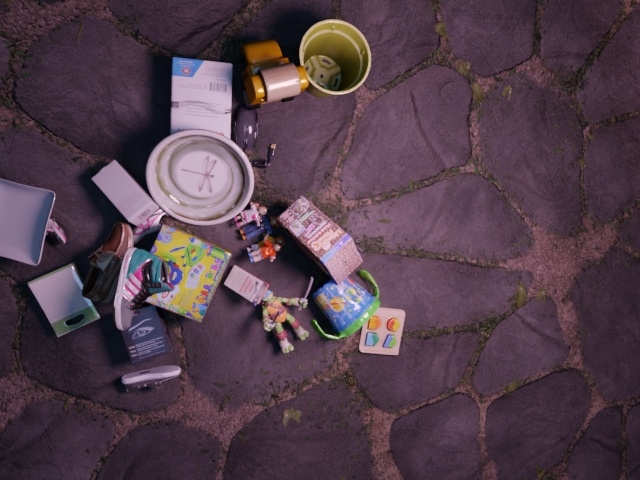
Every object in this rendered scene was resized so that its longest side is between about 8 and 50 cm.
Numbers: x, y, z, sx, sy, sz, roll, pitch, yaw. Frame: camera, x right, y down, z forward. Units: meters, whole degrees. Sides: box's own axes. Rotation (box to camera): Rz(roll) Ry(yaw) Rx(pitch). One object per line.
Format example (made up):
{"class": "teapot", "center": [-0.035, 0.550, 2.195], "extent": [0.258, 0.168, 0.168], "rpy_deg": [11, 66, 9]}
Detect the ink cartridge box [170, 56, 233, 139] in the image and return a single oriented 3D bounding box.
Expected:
{"class": "ink cartridge box", "center": [-0.462, -0.530, 1.764], "extent": [0.223, 0.129, 0.307], "rpy_deg": [2, 92, -13]}

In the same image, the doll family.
{"class": "doll family", "center": [-0.239, -0.027, 1.866], "extent": [0.163, 0.118, 0.262], "rpy_deg": [-22, 80, -5]}

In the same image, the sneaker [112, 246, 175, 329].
{"class": "sneaker", "center": [-0.614, 0.181, 1.599], "extent": [0.179, 0.124, 0.295], "rpy_deg": [10, 90, -2]}

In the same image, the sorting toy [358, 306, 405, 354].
{"class": "sorting toy", "center": [0.279, 0.407, 2.031], "extent": [0.193, 0.038, 0.208], "rpy_deg": [8, 91, -13]}

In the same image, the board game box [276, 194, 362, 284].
{"class": "board game box", "center": [0.000, 0.000, 1.782], "extent": [0.141, 0.232, 0.291], "rpy_deg": [-44, 61, -7]}

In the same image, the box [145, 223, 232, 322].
{"class": "box", "center": [-0.533, 0.121, 1.758], "extent": [0.279, 0.177, 0.289], "rpy_deg": [25, 87, -13]}

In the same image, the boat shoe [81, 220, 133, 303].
{"class": "boat shoe", "center": [-0.804, 0.081, 1.704], "extent": [0.116, 0.123, 0.324], "rpy_deg": [18, 87, -56]}

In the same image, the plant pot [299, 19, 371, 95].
{"class": "plant pot", "center": [0.030, -0.692, 1.806], "extent": [0.276, 0.254, 0.275], "rpy_deg": [-1, 94, -12]}

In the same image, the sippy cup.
{"class": "sippy cup", "center": [0.093, 0.254, 1.896], "extent": [0.224, 0.305, 0.240], "rpy_deg": [47, 117, 0]}

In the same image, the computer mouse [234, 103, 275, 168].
{"class": "computer mouse", "center": [-0.269, -0.423, 1.850], "extent": [0.184, 0.060, 0.261], "rpy_deg": [8, 91, -12]}

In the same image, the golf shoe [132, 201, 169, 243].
{"class": "golf shoe", "center": [-0.672, -0.055, 1.773], "extent": [0.086, 0.067, 0.186], "rpy_deg": [36, 85, -13]}

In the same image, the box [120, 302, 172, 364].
{"class": "box", "center": [-0.687, 0.354, 1.771], "extent": [0.153, 0.108, 0.206], "rpy_deg": [-15, 96, -11]}

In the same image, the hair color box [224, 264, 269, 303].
{"class": "hair color box", "center": [-0.300, 0.178, 1.830], "extent": [0.167, 0.053, 0.093], "rpy_deg": [27, 86, 31]}

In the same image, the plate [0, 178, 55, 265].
{"class": "plate", "center": [-1.107, -0.071, 1.649], "extent": [0.278, 0.045, 0.277], "rpy_deg": [13, 90, 8]}

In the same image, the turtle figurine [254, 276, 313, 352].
{"class": "turtle figurine", "center": [-0.133, 0.321, 1.833], "extent": [0.275, 0.197, 0.266], "rpy_deg": [-12, 117, 25]}

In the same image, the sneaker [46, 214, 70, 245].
{"class": "sneaker", "center": [-1.024, -0.046, 1.700], "extent": [0.077, 0.072, 0.178], "rpy_deg": [-41, 90, 0]}

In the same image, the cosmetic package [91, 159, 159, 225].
{"class": "cosmetic package", "center": [-0.738, -0.179, 1.713], "extent": [0.117, 0.085, 0.231], "rpy_deg": [-41, 81, -7]}

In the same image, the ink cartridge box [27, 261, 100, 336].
{"class": "ink cartridge box", "center": [-0.971, 0.223, 1.726], "extent": [0.171, 0.056, 0.235], "rpy_deg": [-25, 101, -10]}

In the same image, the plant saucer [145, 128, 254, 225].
{"class": "plant saucer", "center": [-0.459, -0.250, 1.750], "extent": [0.401, 0.100, 0.400], "rpy_deg": [-4, 123, -6]}

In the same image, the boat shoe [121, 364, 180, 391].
{"class": "boat shoe", "center": [-0.671, 0.558, 1.803], "extent": [0.229, 0.080, 0.076], "rpy_deg": [-9, 101, -11]}

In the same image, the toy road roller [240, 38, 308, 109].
{"class": "toy road roller", "center": [-0.201, -0.645, 1.714], "extent": [0.203, 0.329, 0.240], "rpy_deg": [-19, 104, -15]}
